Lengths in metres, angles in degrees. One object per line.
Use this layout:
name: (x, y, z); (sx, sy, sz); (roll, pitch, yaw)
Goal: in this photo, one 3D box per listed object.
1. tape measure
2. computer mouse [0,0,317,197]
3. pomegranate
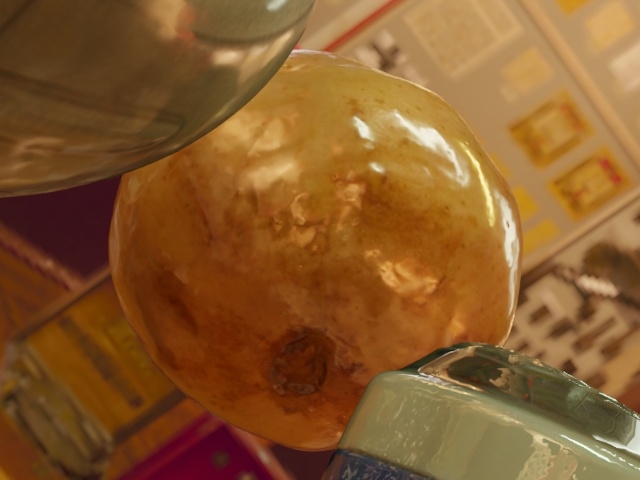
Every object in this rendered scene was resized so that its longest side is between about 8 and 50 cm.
tape measure: (0.122, 0.172, 0.948); (0.262, 0.138, 0.259); (43, -19, -33)
computer mouse: (-0.135, -0.094, 0.542); (0.371, 0.188, 0.122); (14, 44, -44)
pomegranate: (0.000, 0.000, 1.395); (0.338, 0.338, 0.338); (53, 10, -13)
